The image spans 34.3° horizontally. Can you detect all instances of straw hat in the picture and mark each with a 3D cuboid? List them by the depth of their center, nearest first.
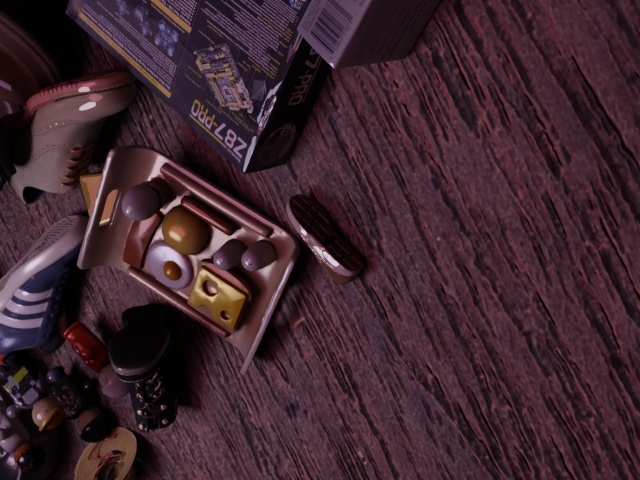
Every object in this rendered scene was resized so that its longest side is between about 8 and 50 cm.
[{"bbox_3d":[-0.342,0.386,1.733,0.145,0.144,0.061,-3,139,41],"label":"straw hat"}]

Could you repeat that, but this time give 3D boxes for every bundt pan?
[{"bbox_3d":[-0.598,0.333,1.902,0.331,0.124,0.330,12,110,37],"label":"bundt pan"}]

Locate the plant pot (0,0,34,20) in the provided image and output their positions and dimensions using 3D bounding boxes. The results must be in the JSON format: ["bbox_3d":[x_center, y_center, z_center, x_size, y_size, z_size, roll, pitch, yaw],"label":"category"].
[{"bbox_3d":[-0.481,-0.434,1.526,0.237,0.237,0.254,56,145,13],"label":"plant pot"}]

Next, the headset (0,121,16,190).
[{"bbox_3d":[-0.567,-0.147,1.499,0.185,0.243,0.394,51,133,17],"label":"headset"}]

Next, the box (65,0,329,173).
[{"bbox_3d":[-0.146,-0.326,1.334,0.395,0.097,0.318,42,124,24],"label":"box"}]

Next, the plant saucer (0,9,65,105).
[{"bbox_3d":[-0.521,-0.293,1.583,0.278,0.041,0.278,23,159,9],"label":"plant saucer"}]

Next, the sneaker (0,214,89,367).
[{"bbox_3d":[-0.458,0.097,1.728,0.148,0.131,0.350,42,121,-15],"label":"sneaker"}]

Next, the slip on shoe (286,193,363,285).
[{"bbox_3d":[0.000,0.000,1.341,0.135,0.051,0.041,47,140,13],"label":"slip on shoe"}]

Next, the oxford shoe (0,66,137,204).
[{"bbox_3d":[-0.372,-0.156,1.562,0.397,0.141,0.146,-17,95,53],"label":"oxford shoe"}]

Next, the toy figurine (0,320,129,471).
[{"bbox_3d":[-0.424,0.260,1.673,0.148,0.210,0.213,46,129,14],"label":"toy figurine"}]

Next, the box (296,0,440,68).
[{"bbox_3d":[0.062,-0.265,1.143,0.072,0.137,0.126,48,128,21],"label":"box"}]

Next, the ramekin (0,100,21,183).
[{"bbox_3d":[-0.606,-0.186,1.762,0.207,0.109,0.207,13,111,37],"label":"ramekin"}]

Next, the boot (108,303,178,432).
[{"bbox_3d":[-0.253,0.209,1.534,0.236,0.085,0.178,-111,14,-73],"label":"boot"}]

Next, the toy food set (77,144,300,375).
[{"bbox_3d":[-0.191,0.030,1.449,0.306,0.092,0.219,32,123,14],"label":"toy food set"}]

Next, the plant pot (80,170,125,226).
[{"bbox_3d":[-0.295,-0.071,1.553,0.083,0.081,0.081,-11,96,28],"label":"plant pot"}]
